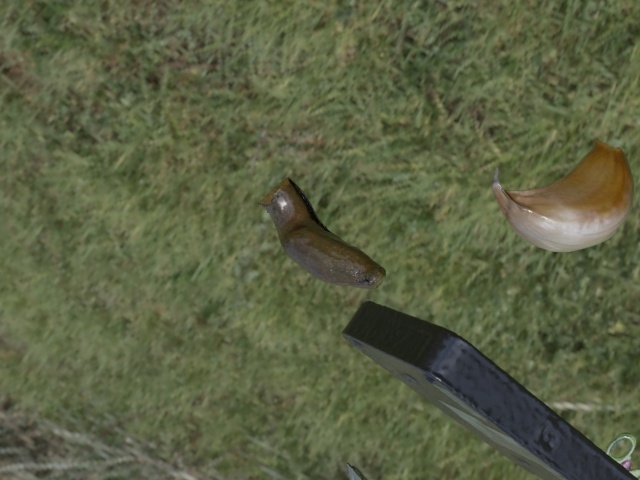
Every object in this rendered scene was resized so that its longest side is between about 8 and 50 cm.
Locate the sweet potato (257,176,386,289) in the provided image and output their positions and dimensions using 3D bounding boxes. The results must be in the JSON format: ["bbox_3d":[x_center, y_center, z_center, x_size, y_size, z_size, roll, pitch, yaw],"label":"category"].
[{"bbox_3d":[-0.005,0.002,1.826,0.286,0.085,0.112,43,135,37],"label":"sweet potato"}]

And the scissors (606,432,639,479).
[{"bbox_3d":[0.513,0.433,1.955,0.187,0.020,0.133,-40,94,20],"label":"scissors"}]

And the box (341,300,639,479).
[{"bbox_3d":[0.194,0.193,1.246,0.350,0.058,0.211,37,169,-26],"label":"box"}]

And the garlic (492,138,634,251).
[{"bbox_3d":[0.319,-0.038,1.399,0.115,0.207,0.128,40,137,40],"label":"garlic"}]

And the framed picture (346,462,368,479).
[{"bbox_3d":[0.112,0.466,1.537,0.216,0.016,0.273,42,148,54],"label":"framed picture"}]
